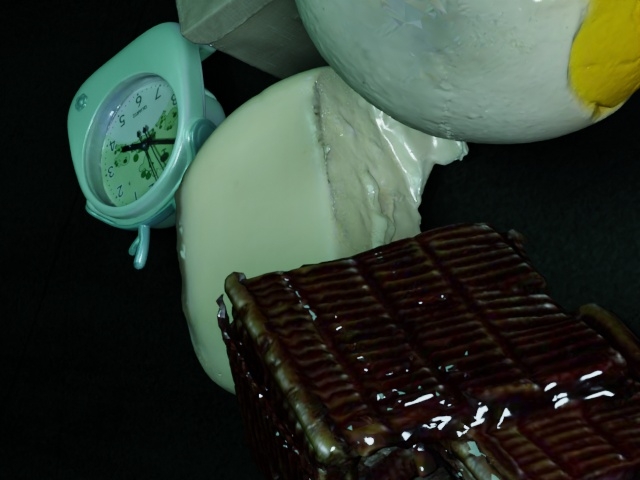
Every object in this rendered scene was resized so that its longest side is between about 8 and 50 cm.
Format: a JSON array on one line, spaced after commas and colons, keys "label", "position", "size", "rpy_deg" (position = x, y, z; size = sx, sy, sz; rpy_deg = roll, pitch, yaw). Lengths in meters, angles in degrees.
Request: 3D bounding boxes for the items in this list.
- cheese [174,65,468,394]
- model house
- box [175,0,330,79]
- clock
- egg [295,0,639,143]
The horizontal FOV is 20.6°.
[{"label": "cheese", "position": [0.000, 0.000, 1.360], "size": [0.233, 0.127, 0.266], "rpy_deg": [-24, 62, 33]}, {"label": "model house", "position": [0.077, 0.154, 1.113], "size": [0.297, 0.282, 0.317], "rpy_deg": [-51, 46, 17]}, {"label": "box", "position": [0.007, -0.254, 1.428], "size": [0.231, 0.149, 0.155], "rpy_deg": [-34, 54, 31]}, {"label": "clock", "position": [-0.150, -0.078, 1.573], "size": [0.159, 0.066, 0.211], "rpy_deg": [-32, 55, 32]}, {"label": "egg", "position": [0.095, -0.195, 1.183], "size": [0.337, 0.201, 0.337], "rpy_deg": [11, 118, 23]}]
